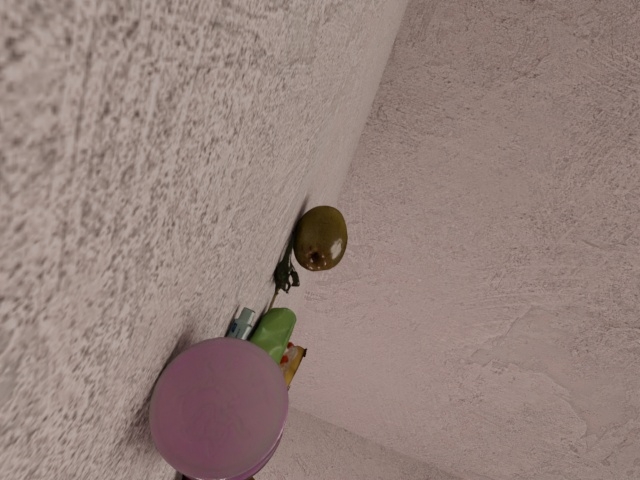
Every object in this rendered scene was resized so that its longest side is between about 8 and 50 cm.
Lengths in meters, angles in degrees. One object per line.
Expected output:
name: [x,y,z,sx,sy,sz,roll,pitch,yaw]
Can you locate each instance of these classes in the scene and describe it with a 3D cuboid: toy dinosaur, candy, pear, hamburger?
toy dinosaur: [-0.134,0.087,1.408,0.187,0.087,0.179,-50,-131,49]
candy: [-0.180,0.358,1.370,0.343,0.132,0.142,-62,159,-62]
pear: [0.000,0.000,1.453,0.228,0.188,0.211,109,-12,-46]
hamburger: [-0.194,0.568,1.906,0.302,0.186,0.261,-59,-179,39]

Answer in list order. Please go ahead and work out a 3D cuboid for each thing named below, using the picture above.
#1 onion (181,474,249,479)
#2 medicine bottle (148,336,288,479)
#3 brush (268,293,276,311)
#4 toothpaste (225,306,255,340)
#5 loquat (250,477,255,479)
onion: [-0.268,0.612,1.134,0.161,0.248,0.248,-19,-149,35]
medicine bottle: [-0.169,0.323,0.749,0.325,0.212,0.212,106,6,-57]
brush: [-0.180,0.229,1.578,0.082,0.010,0.218,39,73,-87]
toothpaste: [-0.234,0.300,0.986,0.075,0.048,0.296,103,12,-83]
loquat: [-0.350,0.981,1.509,0.275,0.275,0.274,21,90,-86]
